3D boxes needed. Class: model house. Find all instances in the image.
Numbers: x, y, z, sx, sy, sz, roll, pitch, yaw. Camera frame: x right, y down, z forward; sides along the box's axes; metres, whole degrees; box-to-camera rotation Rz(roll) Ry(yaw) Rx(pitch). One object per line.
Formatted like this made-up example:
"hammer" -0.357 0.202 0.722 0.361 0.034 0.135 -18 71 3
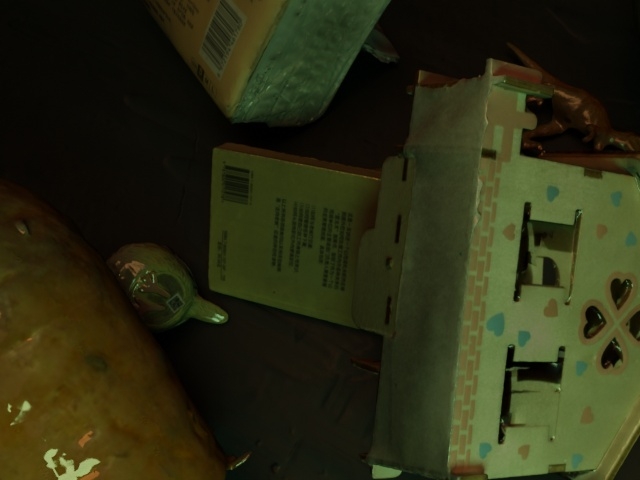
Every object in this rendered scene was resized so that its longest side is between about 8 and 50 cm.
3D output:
"model house" 0.171 0.038 0.625 0.244 0.169 0.325 6 90 -25

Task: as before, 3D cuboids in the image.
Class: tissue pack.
"tissue pack" -0.057 -0.304 0.846 0.239 0.238 0.305 -34 64 -4

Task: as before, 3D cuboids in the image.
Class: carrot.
"carrot" -0.248 0.115 0.643 0.224 0.224 0.340 -38 94 -5

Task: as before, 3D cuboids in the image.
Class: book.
"book" 0.000 0.000 0.735 0.231 0.026 0.161 13 113 17

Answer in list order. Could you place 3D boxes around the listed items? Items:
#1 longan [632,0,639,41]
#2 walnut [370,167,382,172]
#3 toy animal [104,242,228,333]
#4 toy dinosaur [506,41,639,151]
"longan" 0.427 -0.231 0.648 0.319 0.319 0.318 -4 67 10
"walnut" 0.065 -0.030 0.759 0.092 0.092 0.092 -4 67 10
"toy animal" -0.167 0.052 0.781 0.098 0.137 0.098 -35 44 42
"toy dinosaur" 0.266 -0.148 0.794 0.126 0.039 0.162 1 62 1
